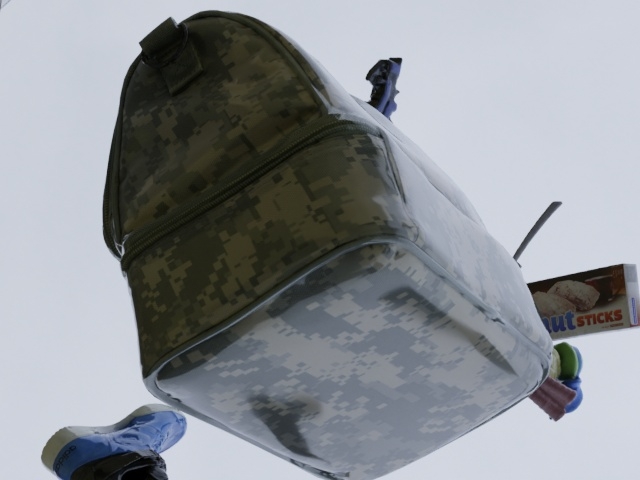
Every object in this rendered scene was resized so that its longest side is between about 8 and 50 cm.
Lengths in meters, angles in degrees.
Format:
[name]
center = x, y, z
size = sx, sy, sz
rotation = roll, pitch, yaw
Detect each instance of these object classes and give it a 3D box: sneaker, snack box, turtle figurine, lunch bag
[sneaker]
center = -0.146, 0.181, 1.017
size = 0.084, 0.152, 0.058
rotation = 34, -72, 30
[snack box]
center = 0.254, 0.068, 1.272
size = 0.178, 0.022, 0.064
rotation = -17, -106, 55
[turtle figurine]
center = 0.189, 0.114, 1.586
size = 0.198, 0.266, 0.275
rotation = -34, -116, 56
[lunch bag]
center = 0.000, 0.000, 0.879
size = 0.212, 0.305, 0.256
rotation = -31, -126, 19

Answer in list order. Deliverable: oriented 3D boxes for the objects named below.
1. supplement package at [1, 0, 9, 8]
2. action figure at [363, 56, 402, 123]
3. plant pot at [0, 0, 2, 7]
[supplement package]
center = -0.335, -0.246, 0.844
size = 0.204, 0.262, 0.145
rotation = -40, -176, 10
[action figure]
center = -0.008, -0.119, 1.794
size = 0.178, 0.330, 0.341
rotation = 9, -101, 58
[plant pot]
center = -0.275, -0.125, 0.430
size = 0.284, 0.191, 0.284
rotation = 0, -100, 1
